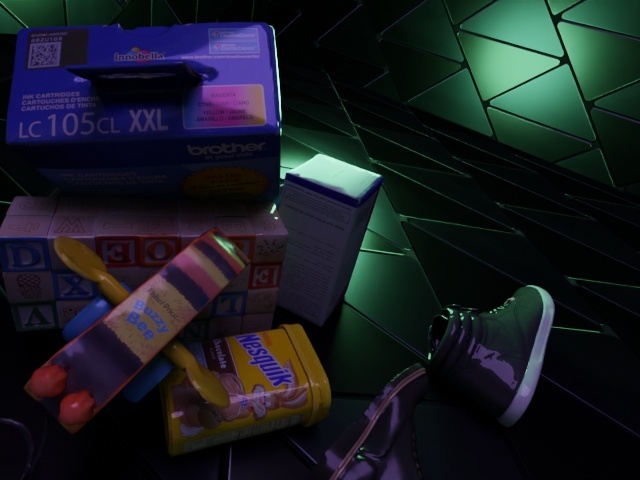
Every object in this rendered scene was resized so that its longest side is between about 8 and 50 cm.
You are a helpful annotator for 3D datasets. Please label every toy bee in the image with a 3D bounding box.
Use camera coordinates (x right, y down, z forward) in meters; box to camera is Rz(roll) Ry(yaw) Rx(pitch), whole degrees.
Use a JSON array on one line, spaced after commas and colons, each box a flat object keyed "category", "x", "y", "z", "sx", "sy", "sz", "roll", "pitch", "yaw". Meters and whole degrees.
[{"category": "toy bee", "x": -0.163, "y": 0.100, "z": 0.364, "sx": 0.195, "sy": 0.162, "sz": 0.298, "roll": 27, "pitch": 70, "yaw": -14}]

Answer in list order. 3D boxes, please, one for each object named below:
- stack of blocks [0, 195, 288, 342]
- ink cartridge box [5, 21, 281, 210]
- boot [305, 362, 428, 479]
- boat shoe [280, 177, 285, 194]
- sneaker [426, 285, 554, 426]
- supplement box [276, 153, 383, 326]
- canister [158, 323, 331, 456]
[{"category": "stack of blocks", "x": -0.203, "y": 0.042, "z": 0.539, "sx": 0.297, "sy": 0.171, "sz": 0.087, "roll": 0, "pitch": 34, "yaw": -22}, {"category": "ink cartridge box", "x": -0.187, "y": -0.126, "z": 0.561, "sx": 0.269, "sy": 0.395, "sz": 0.151, "roll": -5, "pitch": 72, "yaw": -6}, {"category": "boot", "x": 0.095, "y": 0.237, "z": 0.460, "sx": 0.137, "sy": 0.077, "sz": 0.198, "roll": 36, "pitch": 50, "yaw": 24}, {"category": "boat shoe", "x": -0.208, "y": -0.106, "z": 0.842, "sx": 0.301, "sy": 0.102, "sz": 0.108, "roll": 9, "pitch": 31, "yaw": -10}, {"category": "sneaker", "x": 0.258, "y": 0.126, "z": 0.661, "sx": 0.146, "sy": 0.105, "sz": 0.295, "roll": 31, "pitch": 38, "yaw": 15}, {"category": "supplement box", "x": 0.000, "y": 0.000, "z": 0.647, "sx": 0.113, "sy": 0.220, "sz": 0.111, "roll": 23, "pitch": 31, "yaw": 15}, {"category": "canister", "x": -0.090, "y": 0.163, "z": 0.489, "sx": 0.169, "sy": 0.073, "sz": 0.126, "roll": -4, "pitch": 35, "yaw": -25}]
